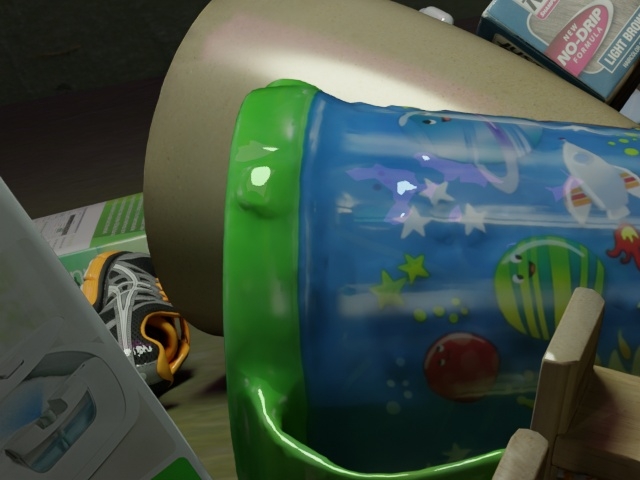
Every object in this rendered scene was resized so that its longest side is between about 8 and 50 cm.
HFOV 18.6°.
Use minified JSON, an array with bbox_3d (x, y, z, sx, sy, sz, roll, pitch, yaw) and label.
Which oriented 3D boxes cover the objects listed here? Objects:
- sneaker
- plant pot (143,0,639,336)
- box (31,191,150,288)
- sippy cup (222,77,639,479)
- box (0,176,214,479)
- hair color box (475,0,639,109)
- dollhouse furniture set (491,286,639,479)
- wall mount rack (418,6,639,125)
[{"bbox_3d":[-0.129,0.065,1.375,0.083,0.084,0.215,-9,21,10],"label":"sneaker"},{"bbox_3d":[0.070,-0.035,1.268,0.274,0.256,0.256,12,25,32],"label":"plant pot"},{"bbox_3d":[-0.279,0.030,1.770,0.322,0.058,0.232,-15,12,1],"label":"box"},{"bbox_3d":[0.082,0.037,0.939,0.224,0.305,0.240,-2,-28,8],"label":"sippy cup"},{"bbox_3d":[-0.182,0.066,0.950,0.127,0.231,0.262,-37,13,-14],"label":"box"},{"bbox_3d":[0.190,-0.145,1.437,0.174,0.105,0.347,-52,-6,-10],"label":"hair color box"},{"bbox_3d":[0.168,0.111,0.609,0.212,0.161,0.242,15,34,14],"label":"dollhouse furniture set"},{"bbox_3d":[0.252,-0.132,1.754,0.350,0.130,0.304,-22,47,-30],"label":"wall mount rack"}]
